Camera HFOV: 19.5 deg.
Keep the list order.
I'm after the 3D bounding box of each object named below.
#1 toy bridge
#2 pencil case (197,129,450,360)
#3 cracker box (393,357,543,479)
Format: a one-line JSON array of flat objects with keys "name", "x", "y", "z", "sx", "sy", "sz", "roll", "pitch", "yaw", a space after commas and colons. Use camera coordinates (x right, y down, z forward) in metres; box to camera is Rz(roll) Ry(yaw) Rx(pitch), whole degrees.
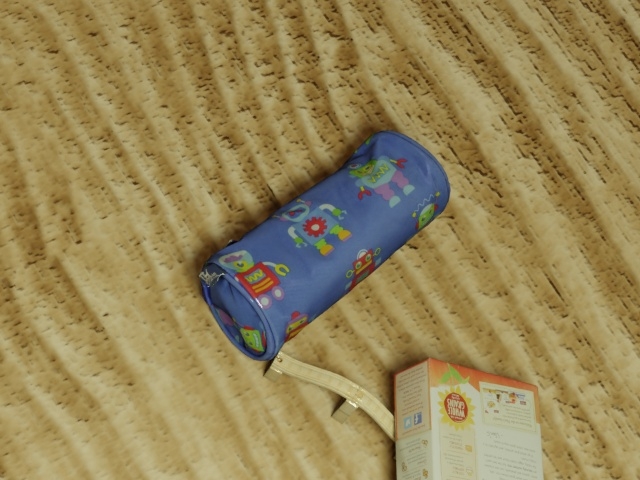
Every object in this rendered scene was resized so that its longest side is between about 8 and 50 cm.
[{"name": "toy bridge", "x": 0.031, "y": 0.174, "z": 1.976, "sx": 0.188, "sy": 0.063, "sz": 0.026, "roll": 32, "pitch": 61, "yaw": -1}, {"name": "pencil case", "x": 0.000, "y": 0.000, "z": 2.014, "sx": 0.133, "sy": 0.119, "sz": 0.306, "roll": 37, "pitch": 59, "yaw": 25}, {"name": "cracker box", "x": 0.158, "y": 0.254, "z": 1.954, "sx": 0.156, "sy": 0.067, "sz": 0.232, "roll": 17, "pitch": 60, "yaw": -33}]
